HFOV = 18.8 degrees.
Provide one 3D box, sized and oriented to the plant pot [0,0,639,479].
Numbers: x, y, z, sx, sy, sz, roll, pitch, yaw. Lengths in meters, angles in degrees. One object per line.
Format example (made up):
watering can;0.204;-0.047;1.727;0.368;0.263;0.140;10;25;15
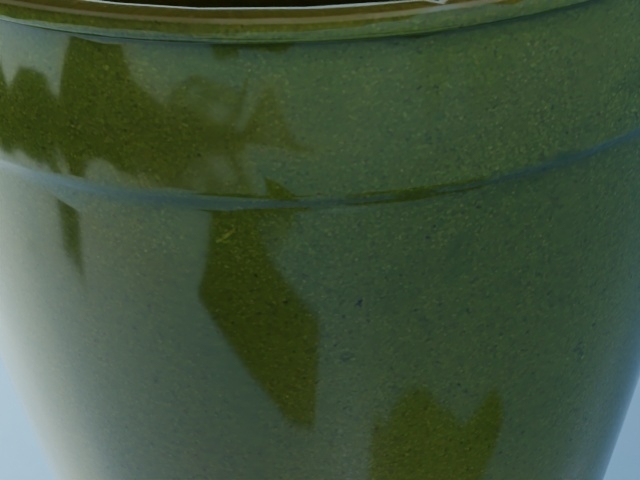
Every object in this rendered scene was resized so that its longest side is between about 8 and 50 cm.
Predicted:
plant pot;0.000;0.000;0.844;0.367;0.353;0.366;-2;-153;1
